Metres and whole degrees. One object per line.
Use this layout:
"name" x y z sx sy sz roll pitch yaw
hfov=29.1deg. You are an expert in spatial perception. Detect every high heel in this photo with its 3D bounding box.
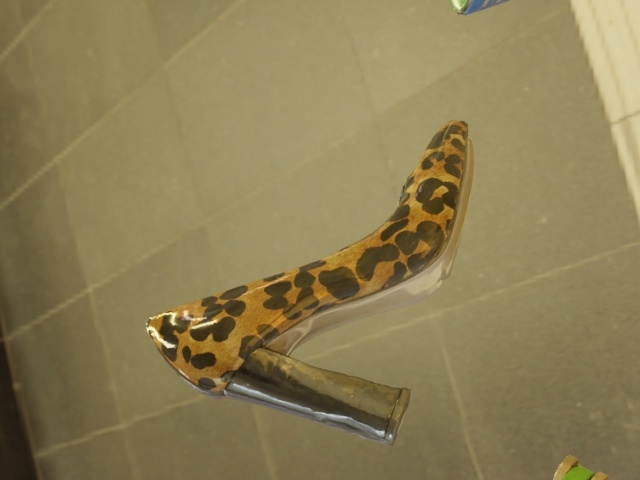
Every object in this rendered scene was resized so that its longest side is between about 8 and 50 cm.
"high heel" 0.000 0.000 0.863 0.186 0.261 0.093 17 153 8

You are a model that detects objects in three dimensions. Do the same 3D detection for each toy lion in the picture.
"toy lion" 0.153 0.209 0.841 0.034 0.096 0.100 28 130 28

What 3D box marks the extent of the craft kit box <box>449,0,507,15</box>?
"craft kit box" 0.149 -0.147 0.209 0.246 0.250 0.061 123 125 -76
